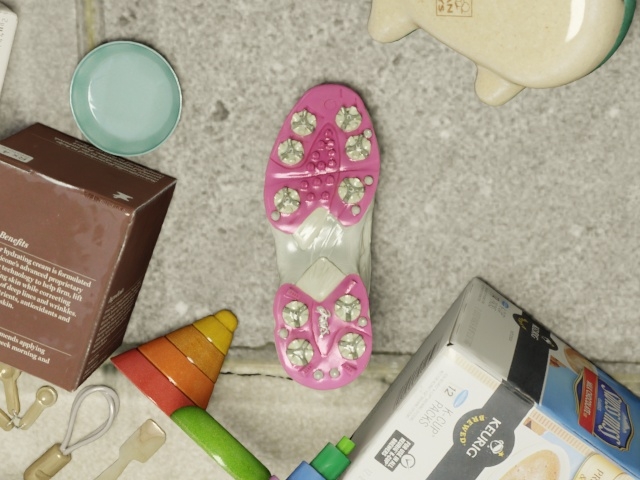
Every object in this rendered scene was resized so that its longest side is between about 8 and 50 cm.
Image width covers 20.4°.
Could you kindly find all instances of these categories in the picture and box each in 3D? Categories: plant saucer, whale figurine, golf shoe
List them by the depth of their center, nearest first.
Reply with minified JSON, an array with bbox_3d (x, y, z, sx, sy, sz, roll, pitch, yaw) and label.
[{"bbox_3d":[0.173,-0.238,1.689,0.272,0.141,0.216,5,105,35],"label":"whale figurine"},{"bbox_3d":[0.000,0.000,1.774,0.115,0.140,0.306,4,80,1],"label":"golf shoe"},{"bbox_3d":[-0.197,-0.146,1.820,0.119,0.021,0.119,2,103,10],"label":"plant saucer"}]

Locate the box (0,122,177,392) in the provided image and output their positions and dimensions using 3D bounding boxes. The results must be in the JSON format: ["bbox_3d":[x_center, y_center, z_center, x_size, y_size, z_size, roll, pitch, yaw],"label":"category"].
[{"bbox_3d":[-0.270,0.015,1.795,0.168,0.167,0.203,22,106,5],"label":"box"}]

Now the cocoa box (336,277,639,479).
[{"bbox_3d":[0.131,0.259,1.743,0.228,0.231,0.347,36,107,0],"label":"cocoa box"}]

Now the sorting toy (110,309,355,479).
[{"bbox_3d":[-0.074,0.163,1.748,0.126,0.365,0.127,-47,126,-7],"label":"sorting toy"}]

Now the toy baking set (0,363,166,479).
[{"bbox_3d":[-0.304,0.234,1.925,0.256,0.030,0.197,16,105,7],"label":"toy baking set"}]

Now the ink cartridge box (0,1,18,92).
[{"bbox_3d":[-0.462,-0.113,1.777,0.261,0.066,0.296,6,108,-34],"label":"ink cartridge box"}]
